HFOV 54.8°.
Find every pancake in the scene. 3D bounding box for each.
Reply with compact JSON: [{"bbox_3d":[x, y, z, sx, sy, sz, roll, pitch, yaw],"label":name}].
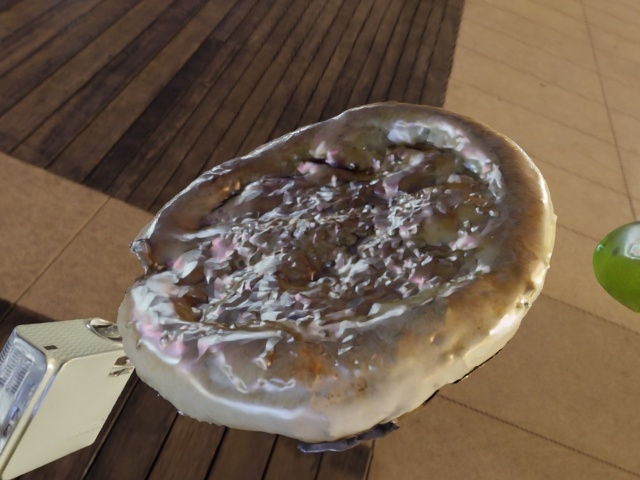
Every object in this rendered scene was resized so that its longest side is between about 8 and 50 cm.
[{"bbox_3d":[0.000,0.001,0.523,0.383,0.071,0.382,-10,39,8],"label":"pancake"}]

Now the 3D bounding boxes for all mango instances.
[{"bbox_3d":[0.358,0.034,0.652,0.119,0.100,0.178,29,-3,-8],"label":"mango"}]

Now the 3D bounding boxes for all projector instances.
[{"bbox_3d":[-0.403,0.226,0.942,0.108,0.198,0.250,31,4,14],"label":"projector"}]
